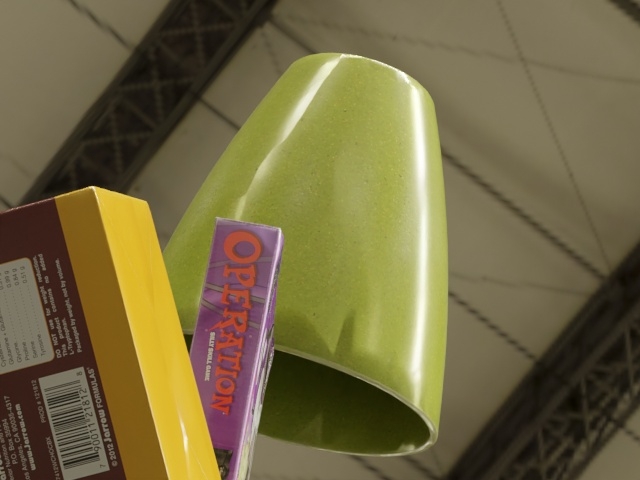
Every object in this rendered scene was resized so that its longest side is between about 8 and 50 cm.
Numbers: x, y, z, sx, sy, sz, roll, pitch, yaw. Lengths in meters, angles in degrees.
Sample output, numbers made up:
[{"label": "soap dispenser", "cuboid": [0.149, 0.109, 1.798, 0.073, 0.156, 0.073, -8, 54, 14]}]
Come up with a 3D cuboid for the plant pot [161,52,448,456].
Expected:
[{"label": "plant pot", "cuboid": [0.000, 0.000, 1.386, 0.274, 0.294, 0.275, 14, -22, 6]}]

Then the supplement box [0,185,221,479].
[{"label": "supplement box", "cuboid": [-0.166, 0.093, 0.801, 0.194, 0.129, 0.191, -15, -93, 5]}]

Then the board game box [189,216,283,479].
[{"label": "board game box", "cuboid": [-0.074, 0.185, 0.987, 0.056, 0.347, 0.208, 8, -24, 5]}]
